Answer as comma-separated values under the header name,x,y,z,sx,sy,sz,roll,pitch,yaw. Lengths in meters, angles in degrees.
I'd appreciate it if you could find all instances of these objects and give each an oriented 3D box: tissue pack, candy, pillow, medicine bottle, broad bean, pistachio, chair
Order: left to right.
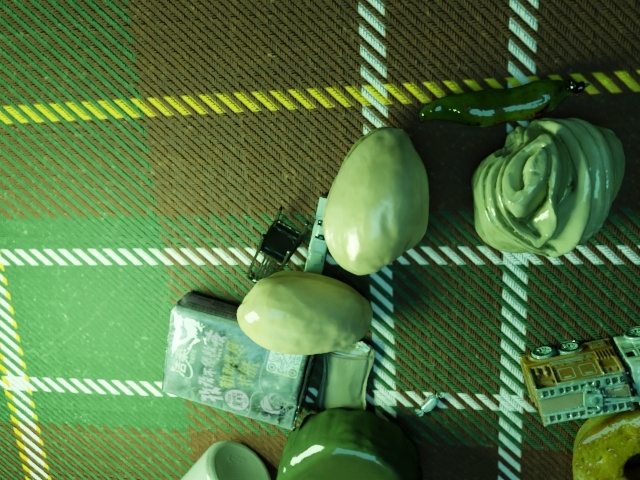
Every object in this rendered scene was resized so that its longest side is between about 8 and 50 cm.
name,x,y,z,sx,sy,sz,roll,pitch,yaw
medicine bottle,-0.301,0.707,1.570,0.208,0.208,0.339,39,110,-3
tissue pack,-0.200,0.296,1.476,0.362,0.122,0.259,14,107,8
chair,-0.105,0.026,1.403,0.084,0.101,0.212,30,147,1
pistachio,-0.037,0.164,1.341,0.300,0.187,0.187,8,109,-14
pillow,0.060,0.342,1.480,0.131,0.038,0.232,8,111,5
pistachio,0.118,-0.081,1.260,0.214,0.193,0.317,7,97,-3
candy,0.264,0.400,1.469,0.030,0.020,0.083,39,109,-4
broad bean,0.372,-0.276,1.220,0.339,0.061,0.077,-8,98,12

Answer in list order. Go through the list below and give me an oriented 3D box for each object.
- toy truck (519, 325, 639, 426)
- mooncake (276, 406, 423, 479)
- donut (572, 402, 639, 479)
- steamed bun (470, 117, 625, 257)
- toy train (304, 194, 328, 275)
name,x,y,z,sx,sy,sz,roll,pitch,yaw
toy truck,0.607,0.299,1.299,0.306,0.162,0.136,-16,103,15
mooncake,0.071,0.584,1.468,0.357,0.194,0.356,3,109,9
donut,0.727,0.493,1.367,0.303,0.110,0.302,4,107,12
steamed bun,0.452,-0.098,1.185,0.289,0.203,0.275,-7,106,11
toy train,0.000,0.000,1.383,0.043,0.047,0.207,14,108,7
